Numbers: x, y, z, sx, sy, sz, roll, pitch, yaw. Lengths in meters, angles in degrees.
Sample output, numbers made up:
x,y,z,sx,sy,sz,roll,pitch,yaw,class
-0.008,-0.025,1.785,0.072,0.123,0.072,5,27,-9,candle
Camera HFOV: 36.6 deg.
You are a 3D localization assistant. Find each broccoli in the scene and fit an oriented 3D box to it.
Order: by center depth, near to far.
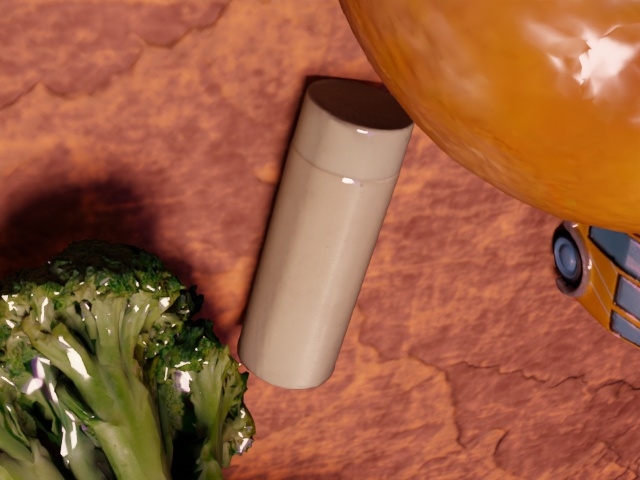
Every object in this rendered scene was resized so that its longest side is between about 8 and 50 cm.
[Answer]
x,y,z,sx,sy,sz,roll,pitch,yaw,class
-0.143,0.147,0.550,0.269,0.269,0.254,-34,146,3,broccoli

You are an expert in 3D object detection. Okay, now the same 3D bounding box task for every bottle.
x,y,z,sx,sy,sz,roll,pitch,yaw,class
0.000,0.000,0.632,0.072,0.072,0.201,1,124,-25,bottle

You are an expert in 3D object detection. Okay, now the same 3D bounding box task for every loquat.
x,y,z,sx,sy,sz,roll,pitch,yaw,class
0.159,-0.159,0.428,0.328,0.328,0.328,-12,129,-16,loquat

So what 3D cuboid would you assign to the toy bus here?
x,y,z,sx,sy,sz,roll,pitch,yaw,class
0.258,-0.017,0.693,0.126,0.136,0.209,-12,128,-16,toy bus
